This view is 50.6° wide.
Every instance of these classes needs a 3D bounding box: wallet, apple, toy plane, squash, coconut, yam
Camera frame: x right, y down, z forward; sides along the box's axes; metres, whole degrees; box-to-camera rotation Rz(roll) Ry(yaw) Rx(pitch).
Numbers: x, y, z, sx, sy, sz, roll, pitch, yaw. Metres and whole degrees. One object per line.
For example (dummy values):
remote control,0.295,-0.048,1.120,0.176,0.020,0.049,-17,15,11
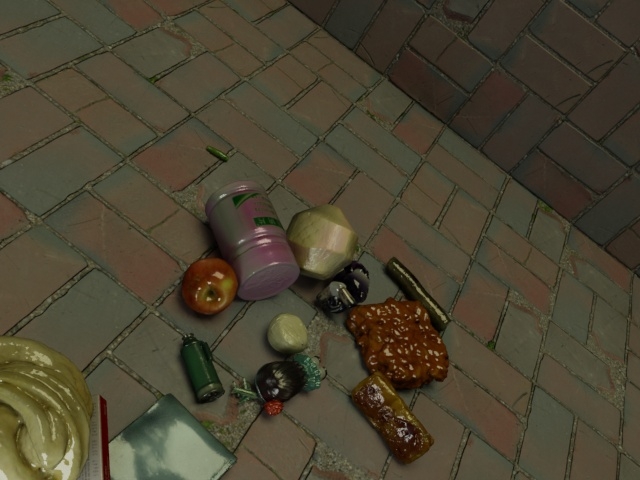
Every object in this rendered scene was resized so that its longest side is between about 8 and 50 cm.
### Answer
wallet,-0.368,0.526,1.601,0.251,0.054,0.290,42,42,7
apple,-0.316,0.126,1.937,0.163,0.164,0.139,20,16,-20
toy plane,-0.206,0.414,1.842,0.083,0.033,0.080,30,39,-21
squash,-0.366,-0.311,2.410,0.089,0.027,0.027,28,41,-9
coconut,0.000,0.000,2.204,0.259,0.259,0.259,20,43,-20
yam,0.350,0.190,2.436,0.067,0.071,0.317,-38,77,-12

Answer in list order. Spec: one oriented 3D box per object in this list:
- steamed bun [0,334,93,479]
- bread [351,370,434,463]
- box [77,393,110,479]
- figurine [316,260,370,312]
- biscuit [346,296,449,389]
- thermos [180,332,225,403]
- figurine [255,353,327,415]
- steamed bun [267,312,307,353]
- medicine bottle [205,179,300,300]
steamed bun,-0.638,0.366,1.388,0.324,0.230,0.373,-5,56,-9
bread,0.210,0.514,1.975,0.271,0.139,0.077,52,32,14
box,-0.535,0.464,1.499,0.122,0.050,0.230,-14,55,-4
figurine,0.086,0.149,2.226,0.145,0.145,0.222,46,29,9
biscuit,0.263,0.333,2.206,0.318,0.110,0.312,2,50,-36
thermos,-0.322,0.331,1.797,0.073,0.083,0.188,-19,61,-20
figurine,-0.077,0.393,1.903,0.245,0.110,0.138,-8,61,-50
steamed bun,-0.103,0.281,1.995,0.112,0.091,0.130,3,48,-40
medicine bottle,-0.213,-0.003,2.091,0.212,0.212,0.326,-1,53,-37
